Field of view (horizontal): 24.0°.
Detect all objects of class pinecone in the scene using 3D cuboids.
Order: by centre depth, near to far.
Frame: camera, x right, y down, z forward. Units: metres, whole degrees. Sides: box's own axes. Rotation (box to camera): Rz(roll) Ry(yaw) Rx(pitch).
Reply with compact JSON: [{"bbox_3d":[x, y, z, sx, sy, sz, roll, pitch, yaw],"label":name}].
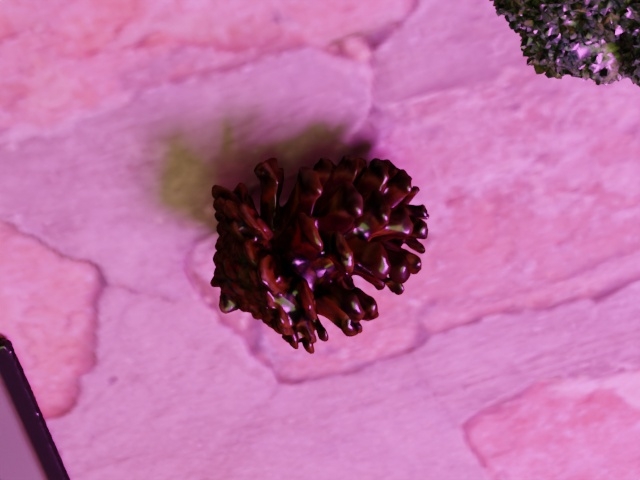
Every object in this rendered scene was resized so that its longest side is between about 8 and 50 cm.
[{"bbox_3d":[-0.001,0.002,0.737,0.109,0.102,0.102,-19,137,-31],"label":"pinecone"}]

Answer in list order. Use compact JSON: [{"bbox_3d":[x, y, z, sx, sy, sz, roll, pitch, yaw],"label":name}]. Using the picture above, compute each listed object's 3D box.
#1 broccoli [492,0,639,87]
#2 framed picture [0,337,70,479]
[{"bbox_3d":[0.154,-0.140,0.610,0.195,0.156,0.195,1,95,10],"label":"broccoli"},{"bbox_3d":[-0.302,0.174,0.873,0.324,0.013,0.244,-12,131,1],"label":"framed picture"}]
